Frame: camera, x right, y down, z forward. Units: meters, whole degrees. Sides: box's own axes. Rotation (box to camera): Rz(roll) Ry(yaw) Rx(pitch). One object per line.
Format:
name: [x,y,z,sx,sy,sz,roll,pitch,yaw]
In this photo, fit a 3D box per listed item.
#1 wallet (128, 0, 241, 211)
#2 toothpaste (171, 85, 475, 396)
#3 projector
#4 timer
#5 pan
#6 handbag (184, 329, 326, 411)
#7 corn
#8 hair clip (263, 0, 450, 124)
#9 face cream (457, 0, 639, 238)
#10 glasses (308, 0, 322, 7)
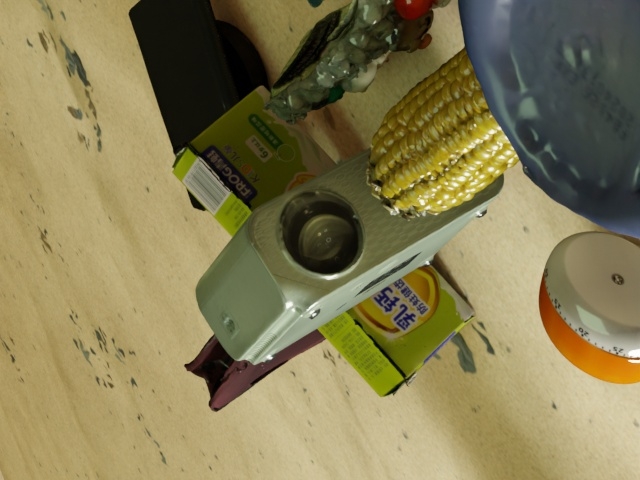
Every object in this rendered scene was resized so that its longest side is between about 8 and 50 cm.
wallet: [-0.130,-0.159,1.967,0.149,0.044,0.250,-31,76,57]
toothpaste: [0.000,0.000,1.836,0.327,0.110,0.077,47,152,2]
projector: [0.026,0.001,1.690,0.108,0.250,0.198,58,154,8]
timer: [0.239,0.063,1.543,0.136,0.099,0.136,60,167,23]
pan: [-0.070,-0.158,1.952,0.212,0.040,0.115,45,150,40]
handbag: [-0.041,0.080,1.958,0.074,0.203,0.216,51,156,9]
corn: [0.141,-0.113,1.489,0.115,0.115,0.318,58,141,5]
hair clip: [0.050,-0.191,1.615,0.091,0.138,0.321,31,154,-7]
face cream: [0.237,-0.150,1.166,0.249,0.225,0.249,43,148,35]
glasses: [-0.055,-0.341,1.741,0.189,0.088,0.220,36,166,40]
